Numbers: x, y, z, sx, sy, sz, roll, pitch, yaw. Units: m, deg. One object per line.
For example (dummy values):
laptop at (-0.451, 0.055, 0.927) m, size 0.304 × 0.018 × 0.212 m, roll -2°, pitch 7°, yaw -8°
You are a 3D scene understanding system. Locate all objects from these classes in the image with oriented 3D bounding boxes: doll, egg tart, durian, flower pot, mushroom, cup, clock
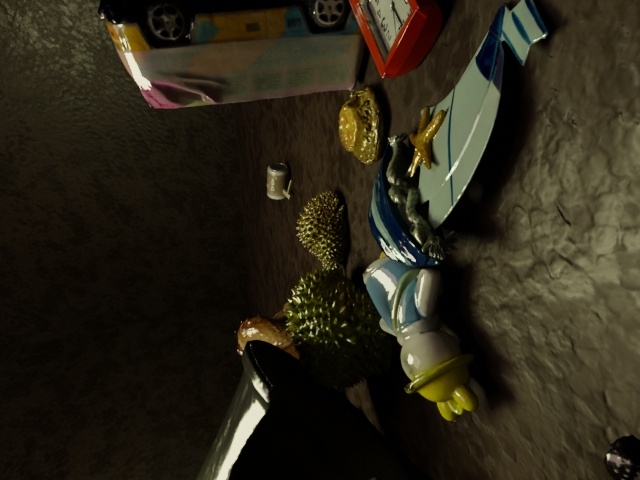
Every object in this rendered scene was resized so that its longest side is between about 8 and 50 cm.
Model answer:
doll at (0.124, 0.104, 0.517) m, size 0.135 × 0.098 × 0.241 m, roll -37°, pitch 55°, yaw 26°
egg tart at (0.062, -0.189, 0.660) m, size 0.130 × 0.052 × 0.131 m, roll 170°, pitch 90°, yaw -77°
durian at (0.026, 0.169, 0.776) m, size 0.237 × 0.176 × 0.200 m, roll 52°, pitch 169°, yaw 39°
flower pot at (-0.048, 0.381, 0.683) m, size 0.379 × 0.251 × 0.379 m, roll 37°, pitch 175°, yaw 4°
mushroom at (-0.087, 0.269, 1.061) m, size 0.264 × 0.282 × 0.195 m, roll -63°, pitch -38°, yaw -38°
cup at (-0.133, -0.186, 1.292) m, size 0.102 × 0.074 × 0.099 m, roll -118°, pitch 25°, yaw -49°
durian at (0.000, 0.000, 0.894) m, size 0.146 × 0.102 × 0.209 m, roll -176°, pitch 74°, yaw -68°
clock at (0.091, -0.296, 0.493) m, size 0.113 × 0.061 × 0.155 m, roll 126°, pitch 130°, yaw -68°

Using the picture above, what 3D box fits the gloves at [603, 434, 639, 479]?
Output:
gloves at (0.234, 0.149, 0.202) m, size 0.181 × 0.106 × 0.129 m, roll 57°, pitch -174°, yaw -43°

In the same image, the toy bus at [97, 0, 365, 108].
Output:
toy bus at (-0.119, -0.311, 0.632) m, size 0.171 × 0.385 × 0.163 m, roll -116°, pitch 19°, yaw -48°

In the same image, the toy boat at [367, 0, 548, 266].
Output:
toy boat at (0.141, -0.105, 0.437) m, size 0.291 × 0.066 × 0.221 m, roll 120°, pitch 155°, yaw -45°
